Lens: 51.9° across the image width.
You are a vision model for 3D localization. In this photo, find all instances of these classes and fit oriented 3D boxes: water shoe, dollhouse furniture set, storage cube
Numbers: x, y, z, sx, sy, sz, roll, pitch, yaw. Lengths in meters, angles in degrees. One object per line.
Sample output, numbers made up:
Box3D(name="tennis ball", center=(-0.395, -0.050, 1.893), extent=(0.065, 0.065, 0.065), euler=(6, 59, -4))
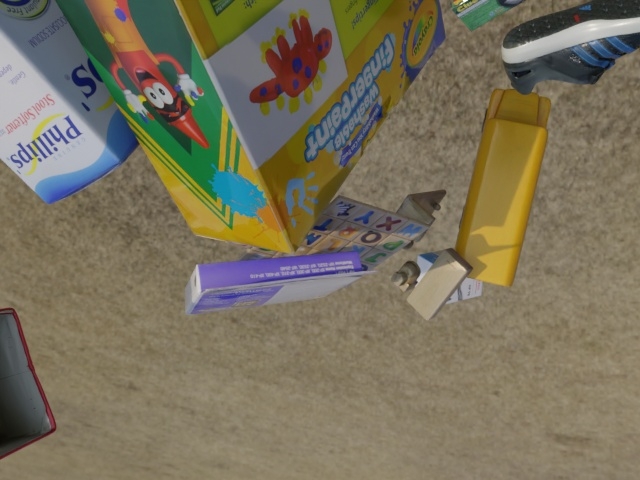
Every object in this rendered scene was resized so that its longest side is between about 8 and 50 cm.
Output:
Box3D(name="water shoe", center=(0.309, -0.220, 0.735), extent=(0.203, 0.073, 0.080), euler=(-7, 133, 24))
Box3D(name="dollhouse furniture set", center=(0.193, 0.021, 1.104), extent=(0.123, 0.151, 0.144), euler=(-13, 142, -51))
Box3D(name="storage cube", center=(-0.506, 0.214, 0.865), extent=(0.193, 0.183, 0.215), euler=(-19, 180, 39))

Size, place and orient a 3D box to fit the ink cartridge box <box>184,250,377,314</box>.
Box3D(name="ink cartridge box", center=(-0.059, 0.049, 0.831), extent=(0.206, 0.045, 0.208), euler=(-5, 169, -19))

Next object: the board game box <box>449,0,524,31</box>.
Box3D(name="board game box", center=(0.496, -0.674, 1.791), extent=(0.260, 0.030, 0.136), euler=(-24, 156, 30))

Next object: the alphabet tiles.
Box3D(name="alphabet tiles", center=(0.000, 0.000, 0.915), extent=(0.237, 0.009, 0.198), euler=(15, 143, -32))

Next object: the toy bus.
Box3D(name="toy bus", center=(0.307, -0.093, 1.121), extent=(0.108, 0.332, 0.130), euler=(13, 180, 11))

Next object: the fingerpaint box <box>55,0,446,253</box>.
Box3D(name="fingerpaint box", center=(-0.042, -0.274, 0.741), extent=(0.163, 0.444, 0.371), euler=(10, 141, 33))

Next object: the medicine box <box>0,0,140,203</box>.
Box3D(name="medicine box", center=(-0.307, -0.242, 0.761), extent=(0.149, 0.263, 0.289), euler=(-21, 121, 35))

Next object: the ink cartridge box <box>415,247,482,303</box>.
Box3D(name="ink cartridge box", center=(0.298, 0.073, 1.438), extent=(0.180, 0.104, 0.060), euler=(-10, -157, -27))
